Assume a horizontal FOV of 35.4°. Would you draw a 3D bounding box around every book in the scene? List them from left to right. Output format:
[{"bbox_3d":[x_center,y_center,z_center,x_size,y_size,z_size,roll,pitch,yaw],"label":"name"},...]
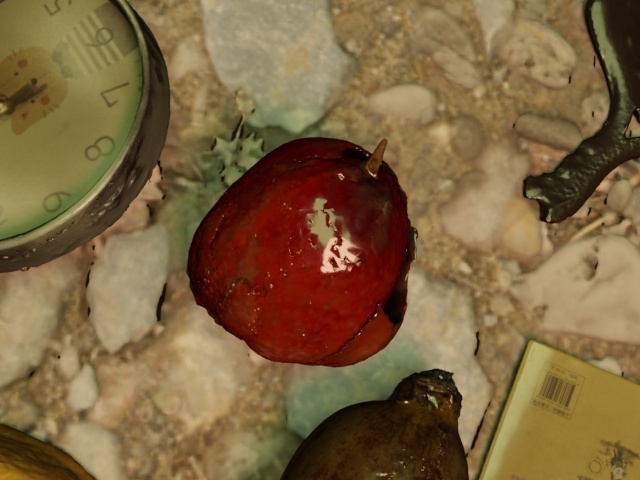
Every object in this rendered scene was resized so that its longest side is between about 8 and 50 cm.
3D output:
[{"bbox_3d":[0.192,0.190,0.714,0.168,0.013,0.192,24,78,-3],"label":"book"}]

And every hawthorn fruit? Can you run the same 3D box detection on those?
[{"bbox_3d":[0.000,0.000,0.646,0.148,0.148,0.172,29,116,-2],"label":"hawthorn fruit"}]

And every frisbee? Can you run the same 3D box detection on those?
[{"bbox_3d":[0.235,-0.074,0.767,0.187,0.012,0.211,-41,89,-12],"label":"frisbee"}]

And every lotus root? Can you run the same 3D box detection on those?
[{"bbox_3d":[0.031,0.173,0.647,0.120,0.120,0.209,34,78,-1],"label":"lotus root"}]

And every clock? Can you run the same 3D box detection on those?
[{"bbox_3d":[-0.212,-0.090,0.660,0.226,0.049,0.226,-2,71,6],"label":"clock"}]

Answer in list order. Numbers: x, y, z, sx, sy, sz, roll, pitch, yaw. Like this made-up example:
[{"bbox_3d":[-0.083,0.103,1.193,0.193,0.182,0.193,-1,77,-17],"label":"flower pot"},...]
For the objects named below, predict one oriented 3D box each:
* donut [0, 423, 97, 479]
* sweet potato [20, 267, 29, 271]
[{"bbox_3d":[-0.251,0.251,0.597,0.303,0.110,0.303,2,79,-8],"label":"donut"},{"bbox_3d":[-0.207,-0.055,0.692,0.041,0.038,0.153,-7,79,-18],"label":"sweet potato"}]
